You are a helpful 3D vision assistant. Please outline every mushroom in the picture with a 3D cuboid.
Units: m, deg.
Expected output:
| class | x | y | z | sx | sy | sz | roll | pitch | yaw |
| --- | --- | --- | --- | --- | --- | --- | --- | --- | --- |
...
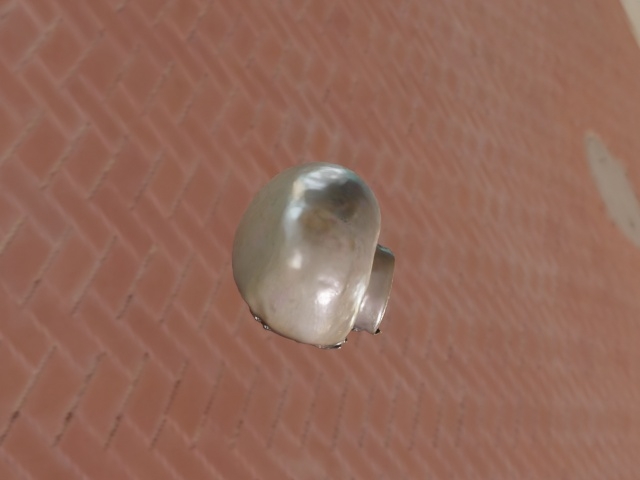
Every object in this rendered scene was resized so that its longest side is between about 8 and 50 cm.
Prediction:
| class | x | y | z | sx | sy | sz | roll | pitch | yaw |
| --- | --- | --- | --- | --- | --- | --- | --- | --- | --- |
| mushroom | 0.000 | 0.000 | 1.108 | 0.141 | 0.117 | 0.188 | 14 | 38 | -6 |
